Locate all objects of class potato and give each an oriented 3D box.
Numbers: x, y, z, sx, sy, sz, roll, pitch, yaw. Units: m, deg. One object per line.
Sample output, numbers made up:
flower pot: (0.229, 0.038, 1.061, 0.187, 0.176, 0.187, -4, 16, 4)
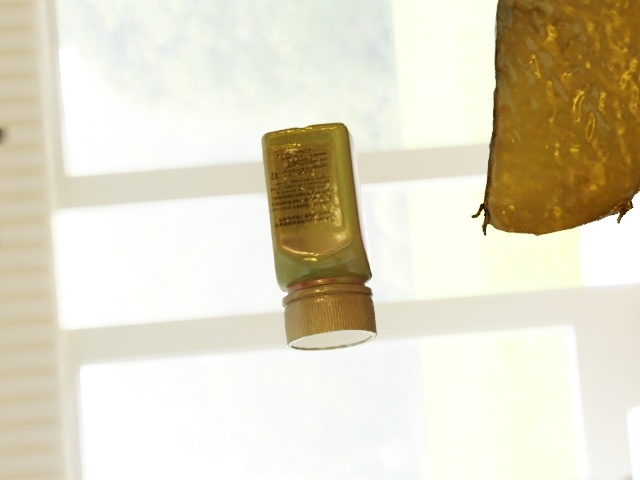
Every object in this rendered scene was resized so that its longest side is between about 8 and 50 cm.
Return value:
potato: (0.131, -0.129, 0.851, 0.138, 0.098, 0.243, -55, -31, -56)

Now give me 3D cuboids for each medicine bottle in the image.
medicine bottle: (0.000, 0.000, 1.069, 0.074, 0.055, 0.118, 73, -171, -76)
